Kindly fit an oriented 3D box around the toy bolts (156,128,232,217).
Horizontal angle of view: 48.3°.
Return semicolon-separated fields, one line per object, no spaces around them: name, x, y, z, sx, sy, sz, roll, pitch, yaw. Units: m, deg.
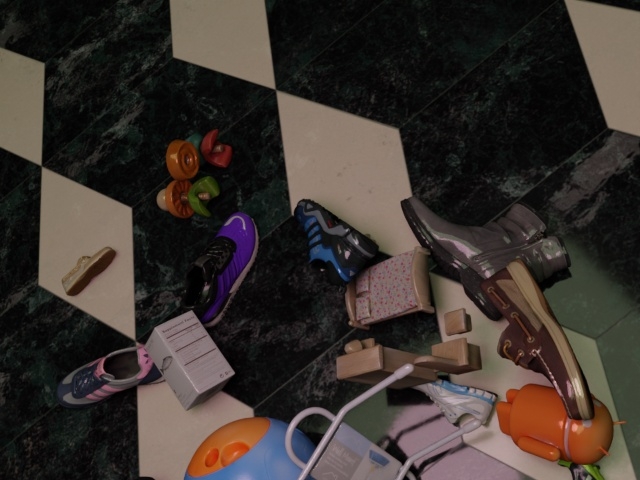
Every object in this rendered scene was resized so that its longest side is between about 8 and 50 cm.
toy bolts;-0.351;-0.193;1.803;0.159;0.218;0.228;-1;52;27

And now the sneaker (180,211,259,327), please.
sneaker;-0.244;0.057;1.683;0.102;0.146;0.293;16;77;25

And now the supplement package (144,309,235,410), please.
supplement package;-0.295;0.268;1.600;0.105;0.105;0.179;-26;72;-39

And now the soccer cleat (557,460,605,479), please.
soccer cleat;0.500;0.471;1.299;0.072;0.060;0.178;-33;55;17

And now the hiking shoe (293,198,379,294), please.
hiking shoe;0.000;0.000;1.589;0.132;0.113;0.304;-55;32;2

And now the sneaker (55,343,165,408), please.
sneaker;-0.515;0.314;1.694;0.319;0.131;0.112;-22;65;12

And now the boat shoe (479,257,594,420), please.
boat shoe;0.385;0.188;1.307;0.123;0.123;0.342;-27;49;13

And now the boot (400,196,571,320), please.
boot;0.347;-0.013;1.521;0.223;0.118;0.338;-40;73;-1

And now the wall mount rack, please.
wall mount rack;0.119;0.394;1.311;0.304;0.350;0.130;-55;27;-13

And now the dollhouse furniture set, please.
dollhouse furniture set;0.140;0.103;1.435;0.303;0.174;0.355;-24;59;43

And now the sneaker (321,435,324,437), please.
sneaker;0.023;0.437;1.500;0.069;0.038;0.098;31;74;29

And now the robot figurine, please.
robot figurine;0.438;0.335;1.313;0.219;0.158;0.128;6;82;42

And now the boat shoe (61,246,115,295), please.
boat shoe;-0.612;0.069;1.864;0.170;0.063;0.059;-43;68;2

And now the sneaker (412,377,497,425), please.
sneaker;0.254;0.323;1.440;0.191;0.071;0.082;12;81;25

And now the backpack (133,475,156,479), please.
backpack;-0.500;0.677;1.483;0.355;0.273;0.290;-42;26;17

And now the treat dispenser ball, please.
treat dispenser ball;-0.125;0.491;1.390;0.288;0.288;0.288;-7;68;18
